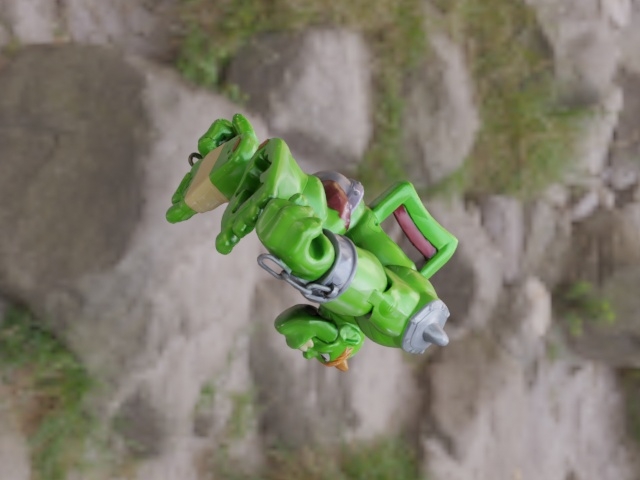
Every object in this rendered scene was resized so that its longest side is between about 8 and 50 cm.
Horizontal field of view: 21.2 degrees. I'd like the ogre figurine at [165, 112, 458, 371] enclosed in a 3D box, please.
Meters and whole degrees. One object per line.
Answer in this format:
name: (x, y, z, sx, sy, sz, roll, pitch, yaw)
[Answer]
ogre figurine: (0.000, 0.000, 0.832, 0.118, 0.197, 0.097, 37, 74, -19)
